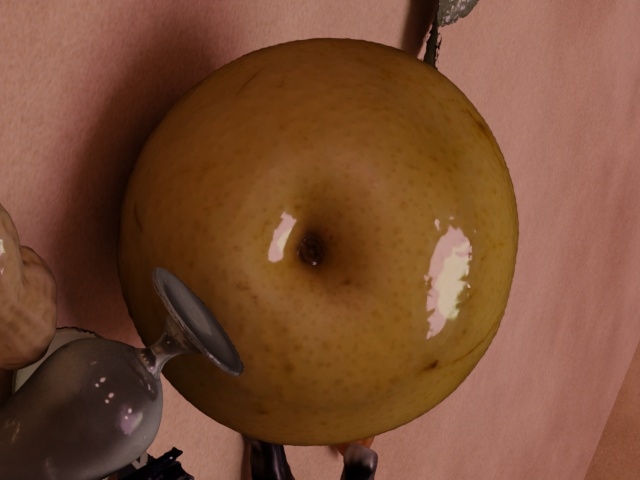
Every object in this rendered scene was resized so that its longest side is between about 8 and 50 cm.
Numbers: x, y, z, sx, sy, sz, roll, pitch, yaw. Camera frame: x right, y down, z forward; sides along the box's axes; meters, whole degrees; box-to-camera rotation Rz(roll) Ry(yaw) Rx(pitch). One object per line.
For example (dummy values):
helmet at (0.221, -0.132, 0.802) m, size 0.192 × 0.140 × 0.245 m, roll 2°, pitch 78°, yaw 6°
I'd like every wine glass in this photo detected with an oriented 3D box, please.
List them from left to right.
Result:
wine glass at (-0.176, 0.129, 1.469) m, size 0.231 × 0.103 × 0.103 m, roll -38°, pitch 161°, yaw 9°

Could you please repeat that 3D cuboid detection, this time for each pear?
pear at (0.000, 0.000, 1.648) m, size 0.348 × 0.348 × 0.348 m, roll -51°, pitch 150°, yaw -46°

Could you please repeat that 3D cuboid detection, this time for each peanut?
peanut at (-0.237, 0.028, 1.415) m, size 0.082 × 0.082 × 0.187 m, roll -65°, pitch 156°, yaw -22°

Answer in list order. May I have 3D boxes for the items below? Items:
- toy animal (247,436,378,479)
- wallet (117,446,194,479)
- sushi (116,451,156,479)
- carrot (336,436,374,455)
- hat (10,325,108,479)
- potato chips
toy animal at (-0.020, 0.389, 2.088) m, size 0.344 × 0.194 × 0.302 m, roll 59°, pitch 45°, yaw -56°
wallet at (-0.202, 0.237, 1.508) m, size 0.167 × 0.036 × 0.222 m, roll -31°, pitch 173°, yaw -41°
sushi at (-0.119, 0.311, 1.798) m, size 0.279 × 0.043 × 0.192 m, roll 46°, pitch 23°, yaw -44°
carrot at (0.038, 0.197, 2.284) m, size 0.205 × 0.072 × 0.072 m, roll 89°, pitch 26°, yaw -51°
hat at (-0.211, 0.143, 1.599) m, size 0.122 × 0.081 × 0.166 m, roll -18°, pitch 125°, yaw -14°
potato chips at (0.150, -0.294, 2.206) m, size 0.228 × 0.059 × 0.167 m, roll -58°, pitch 149°, yaw -24°
